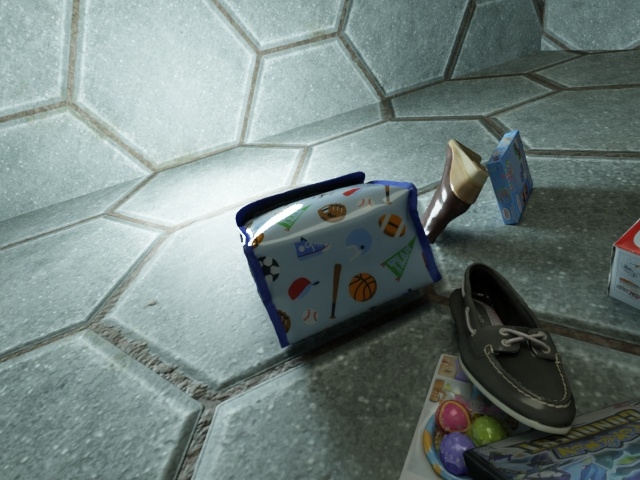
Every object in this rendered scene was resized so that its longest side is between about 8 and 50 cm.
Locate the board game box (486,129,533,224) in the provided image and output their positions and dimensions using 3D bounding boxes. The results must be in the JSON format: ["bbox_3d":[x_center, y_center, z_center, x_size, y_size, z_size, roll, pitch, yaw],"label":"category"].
[{"bbox_3d":[0.473,-0.161,0.991,0.039,0.160,0.211,-9,25,40],"label":"board game box"}]

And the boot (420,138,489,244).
[{"bbox_3d":[0.300,-0.126,0.976,0.090,0.207,0.248,28,30,-10],"label":"boot"}]

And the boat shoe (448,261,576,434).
[{"bbox_3d":[0.251,0.120,0.567,0.112,0.095,0.335,9,15,3],"label":"boat shoe"}]

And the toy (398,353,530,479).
[{"bbox_3d":[0.195,0.237,0.522,0.137,0.056,0.237,5,34,31],"label":"toy"}]

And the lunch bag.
[{"bbox_3d":[0.000,0.000,0.849,0.328,0.239,0.385,-19,14,-9],"label":"lunch bag"}]

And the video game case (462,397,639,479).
[{"bbox_3d":[0.300,0.195,0.348,0.275,0.035,0.248,-14,-12,-4],"label":"video game case"}]

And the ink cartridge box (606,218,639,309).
[{"bbox_3d":[0.637,0.029,0.548,0.272,0.130,0.309,-38,39,-13],"label":"ink cartridge box"}]
